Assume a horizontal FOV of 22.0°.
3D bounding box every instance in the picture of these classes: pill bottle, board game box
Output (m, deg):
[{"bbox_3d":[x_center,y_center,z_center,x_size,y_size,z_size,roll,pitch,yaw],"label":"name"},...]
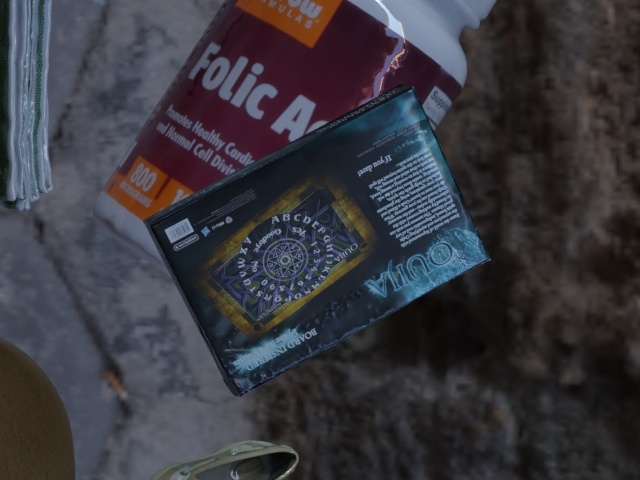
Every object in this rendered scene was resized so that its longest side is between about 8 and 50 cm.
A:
[{"bbox_3d":[-0.010,-0.128,1.465,0.224,0.224,0.392,32,91,-38],"label":"pill bottle"},{"bbox_3d":[0.000,0.000,1.024,0.186,0.026,0.126,-28,106,-10],"label":"board game box"}]

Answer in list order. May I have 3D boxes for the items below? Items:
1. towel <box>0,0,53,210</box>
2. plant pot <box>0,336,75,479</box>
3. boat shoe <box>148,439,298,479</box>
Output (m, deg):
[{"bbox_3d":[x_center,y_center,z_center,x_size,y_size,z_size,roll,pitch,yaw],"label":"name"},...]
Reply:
[{"bbox_3d":[-0.167,-0.080,0.721,0.023,0.152,0.113,-6,105,-44],"label":"towel"},{"bbox_3d":[-0.201,0.117,0.678,0.254,0.237,0.237,-45,128,-76],"label":"plant pot"},{"bbox_3d":[-0.080,0.189,1.240,0.153,0.048,0.056,-18,94,-48],"label":"boat shoe"}]
